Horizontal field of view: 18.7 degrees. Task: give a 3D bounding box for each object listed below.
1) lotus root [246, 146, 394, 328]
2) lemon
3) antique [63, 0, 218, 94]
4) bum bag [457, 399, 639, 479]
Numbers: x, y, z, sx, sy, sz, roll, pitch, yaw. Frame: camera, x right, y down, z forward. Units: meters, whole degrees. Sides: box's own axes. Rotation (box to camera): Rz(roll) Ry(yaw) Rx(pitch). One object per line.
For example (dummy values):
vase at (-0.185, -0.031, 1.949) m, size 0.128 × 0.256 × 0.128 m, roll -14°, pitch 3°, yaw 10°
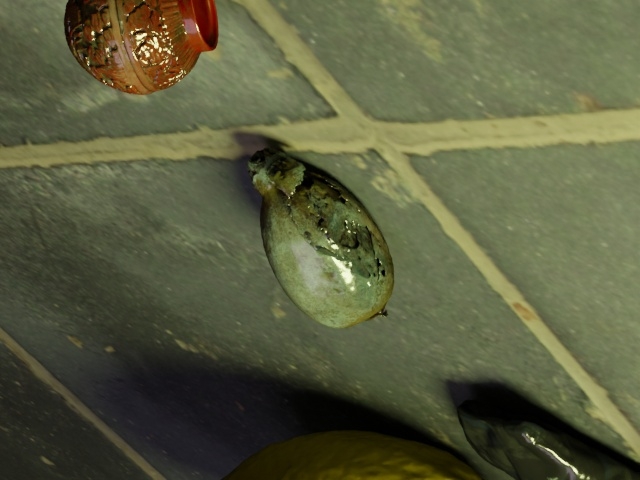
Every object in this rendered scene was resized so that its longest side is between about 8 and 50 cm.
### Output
lotus root at (0.000, 0.001, 1.459) m, size 0.088 × 0.088 × 0.165 m, roll 1°, pitch 132°, yaw 47°
lemon at (0.037, 0.301, 1.758) m, size 0.316 × 0.285 × 0.285 m, roll -5°, pitch 146°, yaw 9°
antique at (-0.123, -0.146, 1.295) m, size 0.104 × 0.104 × 0.104 m, roll 25°, pitch 154°, yaw 13°
bum bag at (0.242, 0.225, 1.608) m, size 0.310 × 0.074 × 0.137 m, roll 33°, pitch 165°, yaw -2°
